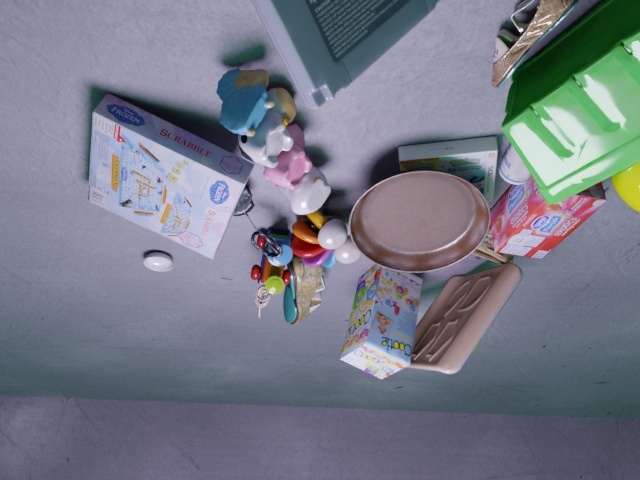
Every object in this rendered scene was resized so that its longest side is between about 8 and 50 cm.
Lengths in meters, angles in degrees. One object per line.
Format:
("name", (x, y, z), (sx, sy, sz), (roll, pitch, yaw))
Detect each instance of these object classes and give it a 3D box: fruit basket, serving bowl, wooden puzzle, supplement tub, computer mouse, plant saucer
("fruit basket", (0.533, -0.189, 0.950), (0.391, 0.283, 0.392), (14, 143, 11))
("serving bowl", (-0.457, 0.056, 1.657), (0.083, 0.027, 0.083), (1, 147, 1))
("wooden puzzle", (0.365, 0.216, 1.527), (0.080, 0.322, 0.348), (39, 167, -5))
("supplement tub", (0.418, -0.173, 1.211), (0.070, 0.071, 0.107), (3, 147, -2))
("computer mouse", (-0.165, -0.059, 1.369), (0.071, 0.041, 0.242), (-28, 110, 10))
("plant saucer", (0.219, -0.047, 1.310), (0.310, 0.050, 0.311), (2, 134, 2))

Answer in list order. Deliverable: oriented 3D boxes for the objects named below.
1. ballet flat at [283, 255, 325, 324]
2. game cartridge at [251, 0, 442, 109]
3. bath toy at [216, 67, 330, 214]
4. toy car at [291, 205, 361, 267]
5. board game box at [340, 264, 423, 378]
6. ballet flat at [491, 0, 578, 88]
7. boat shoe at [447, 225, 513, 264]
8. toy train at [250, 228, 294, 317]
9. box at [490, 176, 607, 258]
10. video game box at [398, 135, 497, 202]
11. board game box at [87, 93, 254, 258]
("ballet flat", (-0.045, 0.153, 1.724), (0.123, 0.123, 0.349), (4, 148, -4))
("game cartridge", (0.043, -0.338, 0.764), (0.062, 0.297, 0.198), (14, 142, 52))
("bath toy", (-0.084, -0.185, 1.166), (0.129, 0.151, 0.348), (29, 166, 32))
("toy car", (0.000, 0.000, 1.398), (0.136, 0.159, 0.182), (-48, 137, 1))
("board game box", (0.173, 0.218, 1.631), (0.144, 0.275, 0.142), (28, 141, -14))
("ballet flat", (0.333, -0.342, 0.966), (0.067, 0.073, 0.206), (35, 139, -2))
("boat shoe", (0.359, 0.002, 1.445), (0.285, 0.089, 0.104), (8, 178, -12))
("toy train", (-0.123, 0.105, 1.498), (0.105, 0.248, 0.143), (10, -169, -12))
("box", (0.498, -0.076, 1.312), (0.128, 0.123, 0.257), (8, 148, -10))
("video game box", (0.281, -0.143, 1.289), (0.205, 0.048, 0.187), (-5, 145, 10))
("board game box", (-0.333, -0.121, 1.258), (0.317, 0.066, 0.319), (26, 144, -8))
